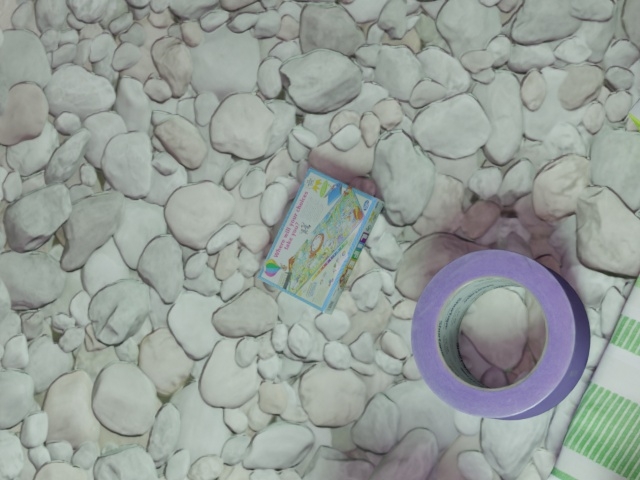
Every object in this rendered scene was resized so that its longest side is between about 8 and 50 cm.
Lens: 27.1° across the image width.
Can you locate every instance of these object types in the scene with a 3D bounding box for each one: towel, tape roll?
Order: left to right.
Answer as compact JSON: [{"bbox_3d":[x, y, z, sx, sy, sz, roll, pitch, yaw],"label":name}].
[{"bbox_3d":[0.203,0.108,1.495,0.189,0.080,0.188,-4,79,24],"label":"tape roll"},{"bbox_3d":[0.412,0.169,1.416,0.248,0.038,0.324,26,92,26],"label":"towel"}]

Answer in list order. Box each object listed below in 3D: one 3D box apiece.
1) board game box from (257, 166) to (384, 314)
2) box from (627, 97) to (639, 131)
[{"bbox_3d":[0.000,0.000,1.631,0.103,0.026,0.154,27,93,25],"label":"board game box"},{"bbox_3d":[0.399,-0.168,1.438,0.042,0.109,0.178,43,99,20],"label":"box"}]
